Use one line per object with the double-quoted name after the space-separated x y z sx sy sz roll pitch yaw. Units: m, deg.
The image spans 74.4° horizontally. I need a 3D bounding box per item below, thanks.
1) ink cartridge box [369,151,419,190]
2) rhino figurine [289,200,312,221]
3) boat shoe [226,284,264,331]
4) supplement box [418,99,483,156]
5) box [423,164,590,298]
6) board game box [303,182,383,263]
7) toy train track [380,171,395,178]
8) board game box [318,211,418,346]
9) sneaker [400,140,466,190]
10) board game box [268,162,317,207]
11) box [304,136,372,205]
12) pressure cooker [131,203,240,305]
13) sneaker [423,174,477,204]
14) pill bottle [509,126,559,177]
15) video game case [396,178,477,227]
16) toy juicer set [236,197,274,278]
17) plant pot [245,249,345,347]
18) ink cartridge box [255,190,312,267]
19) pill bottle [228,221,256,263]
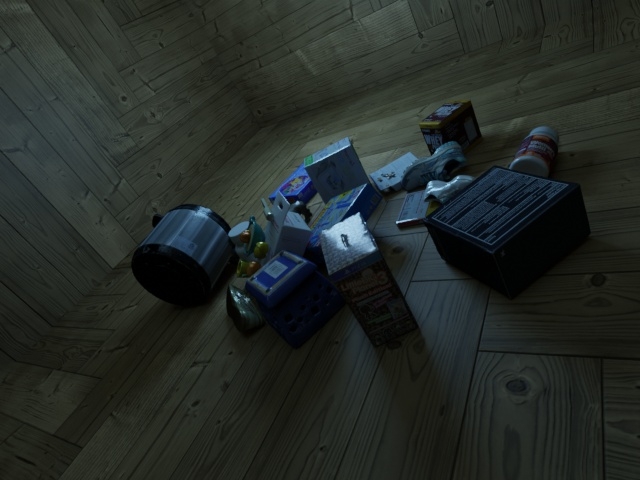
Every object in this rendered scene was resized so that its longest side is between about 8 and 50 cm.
0.349 -0.300 1.907 0.224 0.045 0.223 -28 28 7 "ink cartridge box"
-0.157 -0.097 2.003 0.243 0.106 0.073 -35 28 -8 "rhino figurine"
-0.297 0.254 1.603 0.090 0.104 0.285 0 23 -25 "boat shoe"
0.562 -0.469 1.815 0.191 0.194 0.129 -38 29 -14 "supplement box"
0.511 -0.038 1.184 0.296 0.182 0.294 -36 27 -6 "box"
0.054 -0.054 1.616 0.308 0.086 0.302 -54 17 -21 "board game box"
0.300 -0.297 1.886 0.048 0.014 0.083 -44 29 -22 "toy train track"
0.132 0.109 1.200 0.141 0.290 0.232 -27 28 7 "board game box"
0.457 -0.283 1.713 0.283 0.110 0.122 -35 53 18 "sneaker"
-0.093 -0.315 2.321 0.234 0.078 0.347 2 42 45 "board game box"
0.085 -0.298 1.930 0.231 0.261 0.126 -24 30 12 "box"
-0.590 0.042 1.921 0.376 0.369 0.420 -11 38 27 "pressure cooker"
0.468 -0.172 1.520 0.212 0.080 0.094 -4 49 51 "sneaker"
0.736 -0.291 1.440 0.121 0.121 0.221 0 41 44 "pill bottle"
0.439 -0.140 1.585 0.286 0.025 0.204 -10 34 34 "video game case"
-0.253 -0.008 1.589 0.209 0.090 0.328 -171 93 -68 "toy juicer set"
-0.098 0.173 1.402 0.236 0.212 0.236 -41 30 -16 "plant pot"
-0.140 0.012 1.589 0.207 0.119 0.353 -127 53 -61 "ink cartridge box"
-0.283 0.039 1.775 0.131 0.229 0.131 -23 29 14 "pill bottle"
